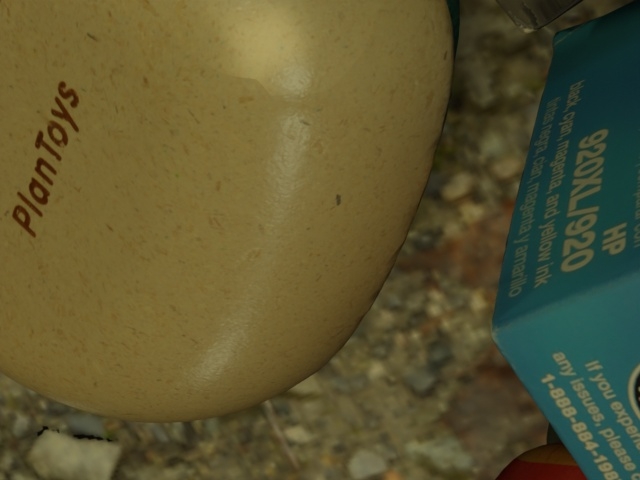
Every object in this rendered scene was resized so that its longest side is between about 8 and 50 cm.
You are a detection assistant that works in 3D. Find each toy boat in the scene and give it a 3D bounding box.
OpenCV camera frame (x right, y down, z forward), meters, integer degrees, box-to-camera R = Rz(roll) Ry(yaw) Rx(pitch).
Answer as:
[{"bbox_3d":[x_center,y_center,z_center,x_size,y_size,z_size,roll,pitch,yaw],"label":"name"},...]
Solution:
[{"bbox_3d":[0.000,0.000,0.557,0.318,0.148,0.267,46,136,9],"label":"toy boat"}]

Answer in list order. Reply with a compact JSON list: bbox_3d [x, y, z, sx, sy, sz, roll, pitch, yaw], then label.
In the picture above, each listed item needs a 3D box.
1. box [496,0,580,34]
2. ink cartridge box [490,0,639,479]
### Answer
[{"bbox_3d":[0.106,-0.292,0.391,0.395,0.097,0.318,-39,88,34],"label":"box"},{"bbox_3d":[0.195,0.000,0.435,0.233,0.168,0.171,-24,113,27],"label":"ink cartridge box"}]
